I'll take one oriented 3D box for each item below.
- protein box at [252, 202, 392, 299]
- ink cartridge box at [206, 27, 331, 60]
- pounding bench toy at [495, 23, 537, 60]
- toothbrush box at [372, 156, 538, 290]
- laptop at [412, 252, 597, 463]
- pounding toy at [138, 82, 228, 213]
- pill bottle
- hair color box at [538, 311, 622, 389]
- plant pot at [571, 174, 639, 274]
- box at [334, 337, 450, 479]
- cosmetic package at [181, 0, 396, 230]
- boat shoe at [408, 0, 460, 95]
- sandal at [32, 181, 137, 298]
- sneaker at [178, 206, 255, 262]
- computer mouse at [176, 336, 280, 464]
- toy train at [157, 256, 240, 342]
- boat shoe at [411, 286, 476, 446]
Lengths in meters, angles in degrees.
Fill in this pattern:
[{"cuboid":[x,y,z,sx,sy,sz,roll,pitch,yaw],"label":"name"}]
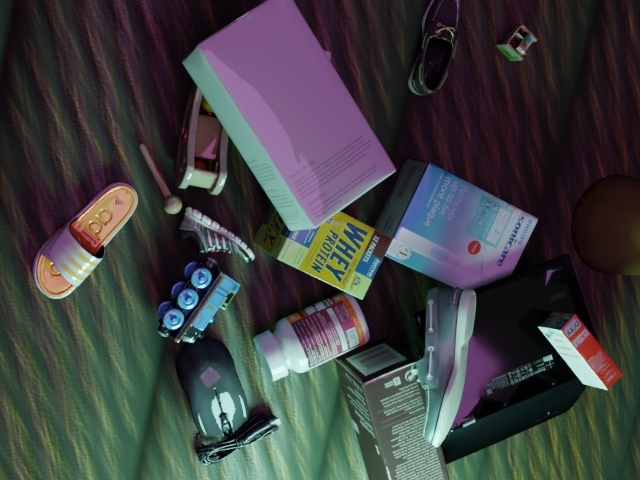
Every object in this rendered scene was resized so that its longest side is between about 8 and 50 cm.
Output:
[{"cuboid":[0.000,0.000,1.753,0.199,0.201,0.136,26,90,-20],"label":"protein box"},{"cuboid":[-0.107,-0.335,1.683,0.217,0.158,0.092,10,93,-19],"label":"ink cartridge box"},{"cuboid":[0.430,-0.428,1.880,0.052,0.083,0.065,39,87,-20],"label":"pounding bench toy"},{"cuboid":[0.281,-0.018,1.882,0.295,0.126,0.216,26,92,-21],"label":"toothbrush box"},{"cuboid":[0.397,0.281,1.954,0.381,0.236,0.408,-20,94,-14],"label":"laptop"},{"cuboid":[-0.257,-0.177,1.665,0.154,0.154,0.270,10,96,-19],"label":"pounding toy"},{"cuboid":[-0.019,0.201,1.825,0.221,0.121,0.121,-23,106,-13],"label":"pill bottle"},{"cuboid":[0.539,0.227,1.821,0.053,0.093,0.167,-43,100,-12],"label":"hair color box"},{"cuboid":[0.736,-0.015,1.962,0.237,0.254,0.237,-4,102,-18],"label":"plant pot"},{"cuboid":[0.163,0.424,1.888,0.143,0.191,0.382,-21,104,-13],"label":"box"},{"cuboid":[-0.055,-0.219,1.533,0.197,0.155,0.366,-34,100,-16],"label":"cosmetic package"},{"cuboid":[0.250,-0.414,1.832,0.081,0.068,0.228,13,95,-20],"label":"boat shoe"},{"cuboid":[-0.450,-0.003,1.673,0.102,0.076,0.265,40,86,-20],"label":"sandal"},{"cuboid":[-0.213,0.004,1.760,0.170,0.063,0.075,34,88,-15],"label":"sneaker"},{"cuboid":[-0.205,0.328,1.813,0.188,0.072,0.272,-24,106,-12],"label":"computer mouse"},{"cuboid":[-0.248,0.125,1.762,0.105,0.080,0.184,35,88,-26],"label":"toy train"},{"cuboid":[0.236,0.248,1.755,0.099,0.116,0.320,11,92,21],"label":"boat shoe"}]
